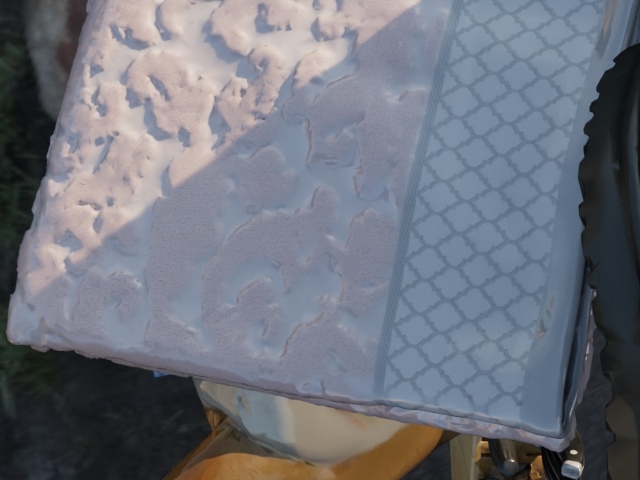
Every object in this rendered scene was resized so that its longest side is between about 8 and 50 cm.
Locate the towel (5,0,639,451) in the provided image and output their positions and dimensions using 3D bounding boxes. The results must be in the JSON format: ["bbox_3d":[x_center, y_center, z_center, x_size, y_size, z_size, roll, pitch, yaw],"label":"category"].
[{"bbox_3d":[0.010,-0.081,0.809,0.317,0.053,0.332,10,81,22],"label":"towel"}]

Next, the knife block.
[{"bbox_3d":[0.173,0.142,1.407,0.088,0.242,0.276,0,70,-5],"label":"knife block"}]

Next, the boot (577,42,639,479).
[{"bbox_3d":[0.237,0.024,0.544,0.260,0.131,0.348,-22,44,29],"label":"boot"}]

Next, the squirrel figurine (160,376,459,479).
[{"bbox_3d":[0.000,0.000,1.193,0.397,0.370,0.281,-6,122,-22],"label":"squirrel figurine"}]

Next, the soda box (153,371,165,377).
[{"bbox_3d":[-0.093,0.090,1.777,0.071,0.210,0.067,-17,91,57],"label":"soda box"}]
